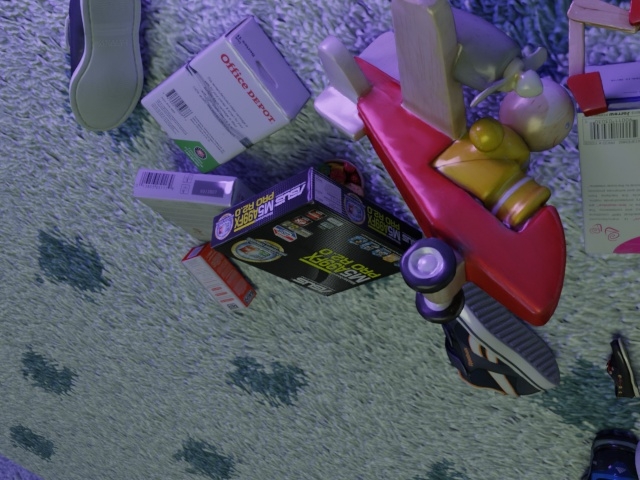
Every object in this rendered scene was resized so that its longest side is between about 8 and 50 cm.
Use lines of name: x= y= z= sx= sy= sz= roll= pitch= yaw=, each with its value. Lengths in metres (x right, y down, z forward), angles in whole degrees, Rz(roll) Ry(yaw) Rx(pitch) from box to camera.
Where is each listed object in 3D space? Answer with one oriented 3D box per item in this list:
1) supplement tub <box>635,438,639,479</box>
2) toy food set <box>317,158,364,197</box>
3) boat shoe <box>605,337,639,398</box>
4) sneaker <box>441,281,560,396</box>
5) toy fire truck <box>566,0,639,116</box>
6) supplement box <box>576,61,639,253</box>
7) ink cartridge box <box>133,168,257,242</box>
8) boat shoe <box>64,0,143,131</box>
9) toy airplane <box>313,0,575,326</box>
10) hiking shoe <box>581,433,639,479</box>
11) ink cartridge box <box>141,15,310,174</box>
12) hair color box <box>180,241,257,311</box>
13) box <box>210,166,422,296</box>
supplement tub: x=0.641 y=0.285 z=0.960 sx=0.240 sy=0.241 sz=0.331 roll=27 pitch=135 yaw=2
toy food set: x=0.030 y=-0.094 z=1.078 sx=0.082 sy=0.020 sz=0.083 roll=9 pitch=132 yaw=19
boat shoe: x=0.490 y=0.212 z=1.102 sx=0.041 sy=0.049 sz=0.133 roll=-12 pitch=127 yaw=24
sneaker: x=0.253 y=0.154 z=1.112 sx=0.127 sy=0.126 sz=0.321 roll=-31 pitch=112 yaw=35
toy fire truck: x=0.318 y=-0.243 z=0.720 sx=0.135 sy=0.047 sz=0.192 roll=-16 pitch=85 yaw=26
supplement box: x=0.385 y=-0.100 z=0.840 sx=0.111 sy=0.114 sz=0.220 roll=0 pitch=126 yaw=25
ink cartridge box: x=-0.182 y=-0.050 z=1.167 sx=0.188 sy=0.066 sz=0.232 roll=6 pitch=168 yaw=22
boat shoe: x=-0.329 y=-0.300 z=1.027 sx=0.114 sy=0.091 sz=0.303 roll=-4 pitch=143 yaw=-31
toy airplane: x=0.164 y=-0.123 z=0.818 sx=0.272 sy=0.386 sz=0.385 roll=-27 pitch=107 yaw=4
hiking shoe: x=0.540 y=0.499 z=1.268 sx=0.113 sy=0.132 sz=0.304 roll=1 pitch=129 yaw=25
ink cartridge box: x=-0.142 y=-0.212 z=1.011 sx=0.208 sy=0.087 sz=0.153 roll=-21 pitch=116 yaw=39
hair color box: x=-0.197 y=0.072 z=1.308 sx=0.072 sy=0.043 sz=0.141 roll=-15 pitch=120 yaw=45
box: x=0.000 y=0.000 z=1.063 sx=0.216 sy=0.060 sz=0.270 roll=-23 pitch=145 yaw=37
